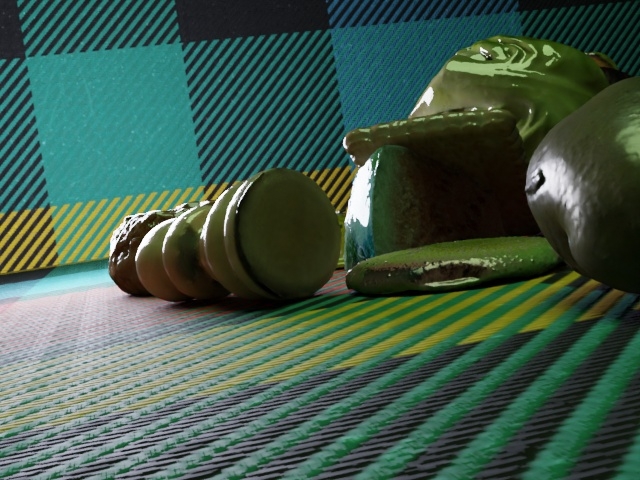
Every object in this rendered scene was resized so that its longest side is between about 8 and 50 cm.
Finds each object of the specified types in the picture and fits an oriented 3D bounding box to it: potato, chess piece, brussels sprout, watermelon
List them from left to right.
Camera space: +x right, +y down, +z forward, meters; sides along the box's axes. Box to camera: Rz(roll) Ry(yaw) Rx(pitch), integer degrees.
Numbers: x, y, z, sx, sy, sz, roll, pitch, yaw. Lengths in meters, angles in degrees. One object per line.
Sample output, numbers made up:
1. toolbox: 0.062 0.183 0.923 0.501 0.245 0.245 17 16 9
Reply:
1. chess piece: -0.114 0.010 0.931 0.143 0.142 0.261 -11 0 -44
2. watermelon: 0.141 -0.028 1.045 0.241 0.154 0.094 6 -5 -31
3. brussels sprout: 0.304 -0.159 1.268 0.328 0.328 0.247 -6 26 37
4. potato: 0.240 -0.036 0.587 0.178 0.160 0.235 -29 5 23

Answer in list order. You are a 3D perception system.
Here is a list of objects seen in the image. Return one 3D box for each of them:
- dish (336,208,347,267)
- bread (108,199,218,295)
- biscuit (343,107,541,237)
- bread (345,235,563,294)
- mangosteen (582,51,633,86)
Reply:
1. dish: 0.000 0.000 1.202 0.208 0.080 0.149 -8 3 42
2. bread: -0.200 0.007 1.216 0.230 0.123 0.230 -6 5 1
3. biscuit: 0.176 -0.075 1.124 0.217 0.044 0.325 -8 -26 20
4. bread: 0.136 0.021 0.853 0.229 0.033 0.228 -9 4 1
5. mangosteen: 0.485 -0.191 1.509 0.288 0.288 0.288 -8 3 0
